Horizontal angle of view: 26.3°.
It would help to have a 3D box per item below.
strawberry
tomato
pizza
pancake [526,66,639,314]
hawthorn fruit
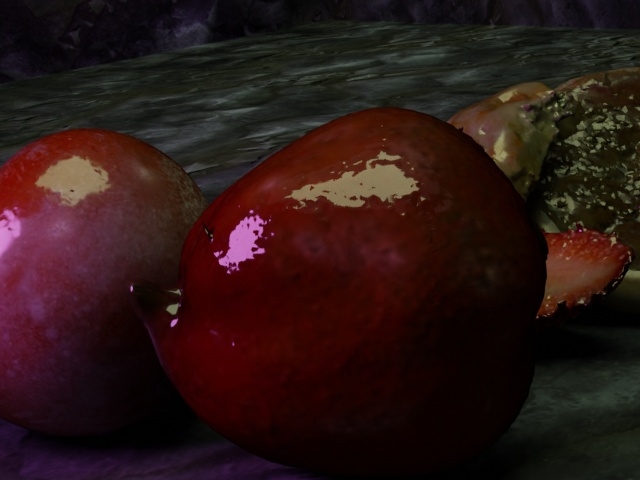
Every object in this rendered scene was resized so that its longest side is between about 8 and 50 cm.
[{"bbox_3d":[0.200,0.059,1.334,0.208,0.087,0.167,10,47,40],"label":"strawberry"},{"bbox_3d":[-0.198,0.046,1.185,0.227,0.270,0.270,38,34,21],"label":"tomato"},{"bbox_3d":[0.058,-0.015,1.402,0.434,0.080,0.392,-25,24,15],"label":"pizza"},{"bbox_3d":[0.368,-0.064,1.494,0.382,0.071,0.382,1,45,-1],"label":"pancake"},{"bbox_3d":[0.035,0.053,1.066,0.311,0.295,0.295,-36,24,-12],"label":"hawthorn fruit"}]
